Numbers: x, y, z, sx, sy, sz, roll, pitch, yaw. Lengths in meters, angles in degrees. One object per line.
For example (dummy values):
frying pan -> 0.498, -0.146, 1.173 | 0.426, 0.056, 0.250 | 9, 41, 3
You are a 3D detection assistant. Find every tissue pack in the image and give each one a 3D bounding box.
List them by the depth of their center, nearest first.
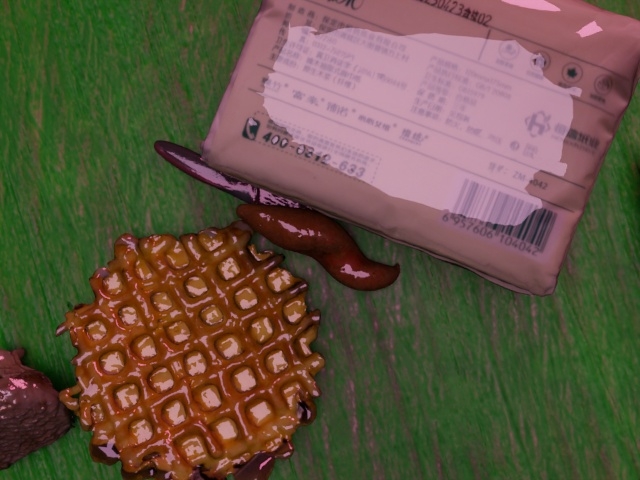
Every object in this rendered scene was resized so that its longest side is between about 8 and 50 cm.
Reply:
tissue pack -> 0.108, -0.141, 0.855 | 0.380, 0.207, 0.297 | 24, 93, 4

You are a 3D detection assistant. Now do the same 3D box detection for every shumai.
shumai -> -0.357, 0.182, 0.938 | 0.145, 0.146, 0.116 | -31, 45, 3

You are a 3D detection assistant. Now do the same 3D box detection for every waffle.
waffle -> -0.143, 0.137, 0.920 | 0.329, 0.062, 0.330 | 1, 80, -3

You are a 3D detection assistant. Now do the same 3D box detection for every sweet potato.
sweet potato -> -0.001, 0.002, 0.926 | 0.202, 0.058, 0.055 | 29, 56, -7

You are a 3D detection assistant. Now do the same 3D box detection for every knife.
knife -> -0.084, -0.062, 0.964 | 0.247, 0.018, 0.036 | 26, 88, 1
